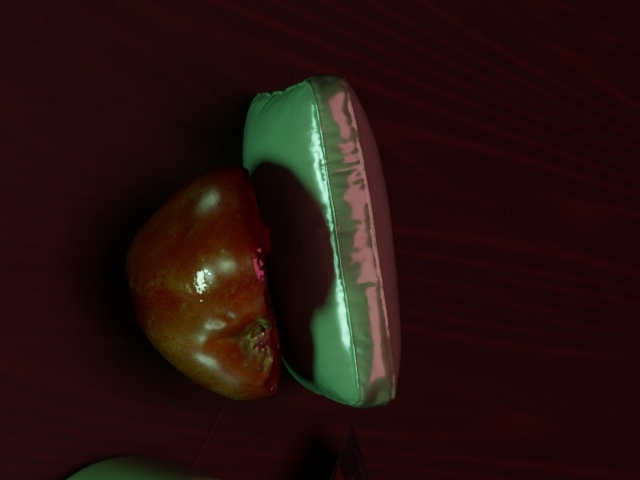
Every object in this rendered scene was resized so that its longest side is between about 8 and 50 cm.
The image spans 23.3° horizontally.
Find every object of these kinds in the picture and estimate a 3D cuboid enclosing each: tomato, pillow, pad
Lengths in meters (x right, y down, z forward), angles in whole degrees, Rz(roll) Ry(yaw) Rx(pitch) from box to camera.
[{"bbox_3d":[-0.114,0.043,1.483,0.200,0.140,0.233,-103,-172,-54],"label":"tomato"},{"bbox_3d":[0.000,0.000,1.561,0.120,0.255,0.322,-9,94,-16],"label":"pillow"},{"bbox_3d":[0.013,0.317,1.636,0.143,0.003,0.211,74,31,-48],"label":"pad"}]

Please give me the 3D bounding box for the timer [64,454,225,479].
[{"bbox_3d":[-0.087,0.343,1.382,0.291,0.315,0.290,5,83,-43],"label":"timer"}]
